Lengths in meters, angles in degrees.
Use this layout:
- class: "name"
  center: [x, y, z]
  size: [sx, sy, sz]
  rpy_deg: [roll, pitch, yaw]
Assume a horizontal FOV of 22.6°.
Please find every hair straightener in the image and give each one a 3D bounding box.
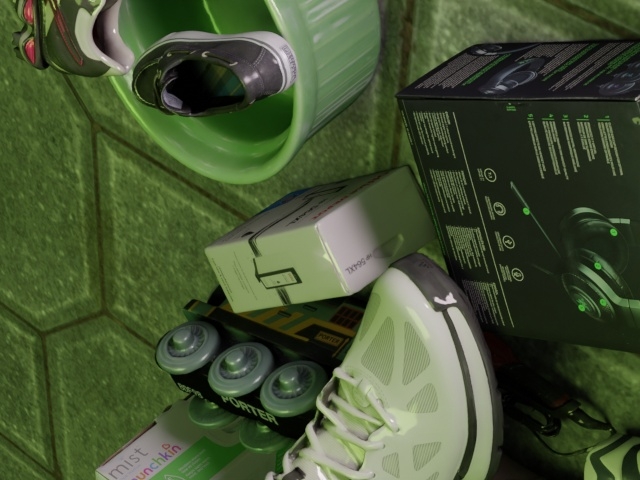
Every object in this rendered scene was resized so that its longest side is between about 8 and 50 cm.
- class: "hair straightener"
  center: [0.204, 0.156, 1.675]
  size: [0.230, 0.047, 0.089]
  rpy_deg: [30, 138, 23]

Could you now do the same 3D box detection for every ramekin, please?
- class: "ramekin"
  center: [-0.083, -0.222, 1.595]
  size: [0.303, 0.148, 0.303]
  rpy_deg: [29, 137, 31]

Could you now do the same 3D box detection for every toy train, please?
- class: "toy train"
  center: [-0.036, 0.138, 1.799]
  size: [0.334, 0.190, 0.142]
  rpy_deg: [17, 142, 43]

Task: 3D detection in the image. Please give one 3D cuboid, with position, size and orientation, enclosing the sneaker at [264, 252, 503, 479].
- class: "sneaker"
  center: [0.020, 0.230, 1.543]
  size: [0.169, 0.257, 0.448]
  rpy_deg: [47, 144, 43]

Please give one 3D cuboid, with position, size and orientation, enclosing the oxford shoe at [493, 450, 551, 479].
- class: "oxford shoe"
  center: [0.136, 0.251, 1.754]
  size: [0.363, 0.130, 0.133]
  rpy_deg: [10, 120, 44]

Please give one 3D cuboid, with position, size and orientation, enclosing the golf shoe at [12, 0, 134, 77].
- class: "golf shoe"
  center: [-0.236, -0.281, 1.527]
  size: [0.120, 0.105, 0.273]
  rpy_deg: [19, 134, 26]

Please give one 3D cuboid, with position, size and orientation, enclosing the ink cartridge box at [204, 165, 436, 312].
- class: "ink cartridge box"
  center: [0.000, 0.000, 1.681]
  size: [0.203, 0.148, 0.086]
  rpy_deg: [-12, 107, 51]

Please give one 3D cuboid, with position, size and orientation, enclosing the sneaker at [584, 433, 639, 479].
- class: "sneaker"
  center: [0.353, 0.311, 1.578]
  size: [0.153, 0.094, 0.235]
  rpy_deg: [14, 119, 53]

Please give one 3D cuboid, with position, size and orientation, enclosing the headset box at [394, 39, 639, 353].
- class: "headset box"
  center: [0.237, -0.041, 1.394]
  size: [0.283, 0.131, 0.246]
  rpy_deg: [5, 121, 47]

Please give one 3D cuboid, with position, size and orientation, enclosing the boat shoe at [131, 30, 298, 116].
- class: "boat shoe"
  center: [-0.118, -0.147, 1.500]
  size: [0.228, 0.076, 0.080]
  rpy_deg: [5, 122, 47]

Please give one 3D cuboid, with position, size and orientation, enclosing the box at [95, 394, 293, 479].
- class: "box"
  center: [-0.149, 0.316, 2.009]
  size: [0.126, 0.262, 0.231]
  rpy_deg: [32, 138, 27]
